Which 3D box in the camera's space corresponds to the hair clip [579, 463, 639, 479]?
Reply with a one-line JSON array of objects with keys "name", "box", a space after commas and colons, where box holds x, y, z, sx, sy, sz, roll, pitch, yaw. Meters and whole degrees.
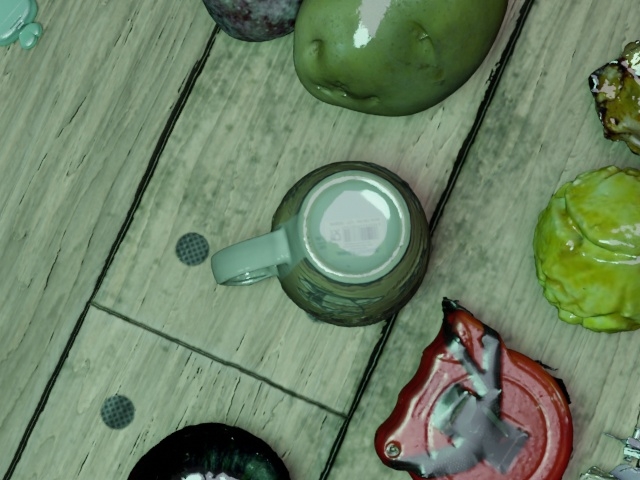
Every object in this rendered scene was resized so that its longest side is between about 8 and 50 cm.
[{"name": "hair clip", "box": [0.481, 0.383, 1.426, 0.292, 0.084, 0.106, 24, 72, 8]}]

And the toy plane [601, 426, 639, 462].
[{"name": "toy plane", "box": [0.477, 0.296, 1.439, 0.197, 0.078, 0.053, 21, 86, 17]}]

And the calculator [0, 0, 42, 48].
[{"name": "calculator", "box": [-0.467, -0.336, 1.537, 0.153, 0.021, 0.095, 40, 85, 7]}]

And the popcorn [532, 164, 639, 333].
[{"name": "popcorn", "box": [0.383, 0.011, 1.410, 0.204, 0.184, 0.221, 33, 114, 32]}]

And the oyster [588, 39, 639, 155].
[{"name": "oyster", "box": [0.563, -0.203, 1.488, 0.361, 0.096, 0.221, -18, 79, -2]}]

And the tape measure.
[{"name": "tape measure", "box": [0.214, 0.242, 1.424, 0.260, 0.114, 0.253, 32, 85, 3]}]

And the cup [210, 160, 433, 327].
[{"name": "cup", "box": [0.000, 0.000, 1.384, 0.301, 0.257, 0.227, -12, 81, 0]}]

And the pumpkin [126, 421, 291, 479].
[{"name": "pumpkin", "box": [-0.146, 0.352, 1.388, 0.233, 0.163, 0.233, 0, 85, -1]}]

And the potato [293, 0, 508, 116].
[{"name": "potato", "box": [0.119, -0.302, 1.425, 0.326, 0.221, 0.243, -38, 118, -21]}]

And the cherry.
[{"name": "cherry", "box": [-0.089, -0.371, 1.452, 0.195, 0.195, 0.195, 0, 83, 0]}]
